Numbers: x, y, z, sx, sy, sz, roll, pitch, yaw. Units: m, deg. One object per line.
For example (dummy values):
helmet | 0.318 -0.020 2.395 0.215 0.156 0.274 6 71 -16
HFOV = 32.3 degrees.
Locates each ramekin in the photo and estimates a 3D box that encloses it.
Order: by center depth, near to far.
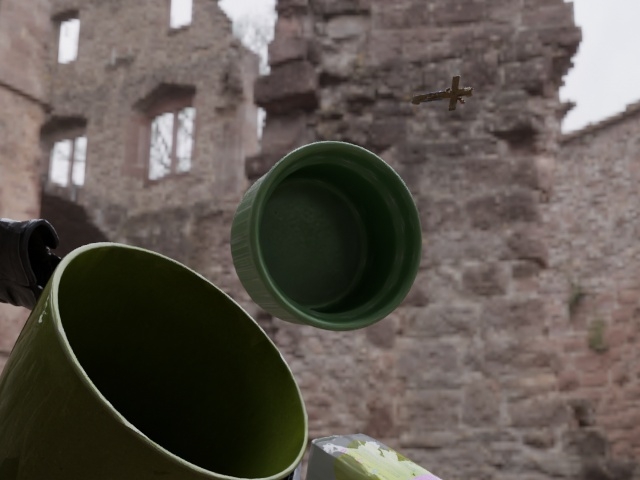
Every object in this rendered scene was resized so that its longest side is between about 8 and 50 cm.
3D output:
ramekin | 0.000 0.000 1.806 0.303 0.303 0.148 8 -11 -25

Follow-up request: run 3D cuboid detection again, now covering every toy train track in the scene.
toy train track | 0.152 -0.177 1.367 0.083 0.048 0.014 -4 -24 34

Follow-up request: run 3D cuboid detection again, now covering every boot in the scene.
boot | -0.459 0.069 1.562 0.223 0.118 0.338 19 -31 11

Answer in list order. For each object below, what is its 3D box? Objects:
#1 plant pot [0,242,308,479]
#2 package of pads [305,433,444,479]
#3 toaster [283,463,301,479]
plant pot | -0.209 0.200 1.030 0.275 0.275 0.293 18 -57 -46
package of pads | 0.088 0.379 1.310 0.101 0.229 0.296 1 14 -40
toaster | -0.122 0.439 2.001 0.146 0.227 0.129 -36 -72 25
